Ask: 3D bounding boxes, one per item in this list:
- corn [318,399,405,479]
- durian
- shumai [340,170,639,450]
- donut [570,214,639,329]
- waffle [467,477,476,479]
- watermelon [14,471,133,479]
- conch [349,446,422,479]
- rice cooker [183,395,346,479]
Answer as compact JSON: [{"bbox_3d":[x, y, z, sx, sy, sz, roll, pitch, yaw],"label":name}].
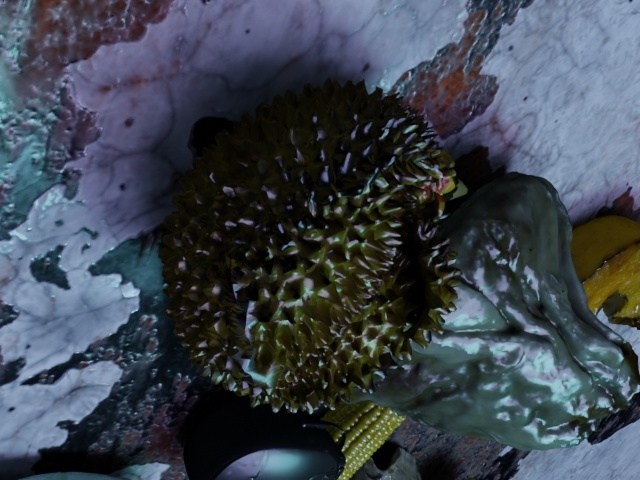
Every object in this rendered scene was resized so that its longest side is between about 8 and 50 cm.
[{"bbox_3d":[0.007,0.275,1.215,0.248,0.081,0.081,-46,142,9],"label":"corn"},{"bbox_3d":[-0.009,-0.005,0.805,0.293,0.258,0.258,-54,142,2],"label":"durian"},{"bbox_3d":[0.196,0.112,0.998,0.309,0.263,0.304,-55,168,29],"label":"shumai"},{"bbox_3d":[0.392,0.035,1.276,0.259,0.101,0.152,9,122,-43],"label":"donut"},{"bbox_3d":[0.200,0.514,1.507,0.312,0.060,0.307,-4,111,-87],"label":"waffle"},{"bbox_3d":[-0.257,0.365,0.978,0.289,0.213,0.320,-22,129,-25],"label":"watermelon"},{"bbox_3d":[0.077,0.479,1.397,0.297,0.210,0.352,-10,138,-53],"label":"conch"},{"bbox_3d":[-0.063,0.249,1.099,0.203,0.118,0.142,16,117,-47],"label":"rice cooker"}]
